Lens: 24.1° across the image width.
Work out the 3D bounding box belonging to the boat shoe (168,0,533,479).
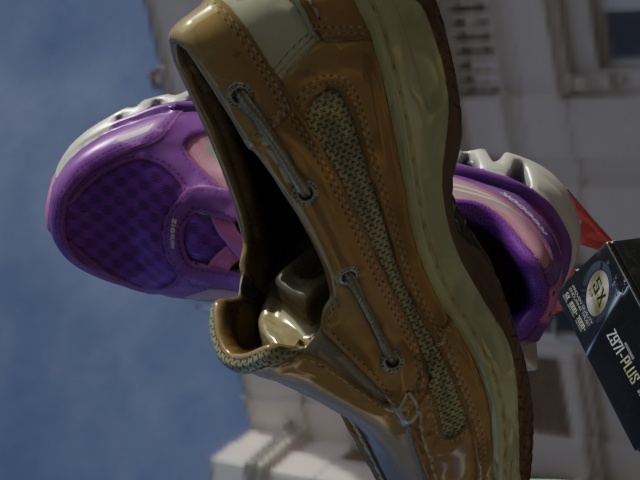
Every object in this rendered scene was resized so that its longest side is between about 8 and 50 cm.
[{"bbox_3d":[0.003,0.014,0.393,0.072,0.068,0.190,-33,-58,-24],"label":"boat shoe"}]

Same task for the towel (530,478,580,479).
[{"bbox_3d":[0.215,0.276,0.682,0.090,0.374,0.321,111,162,-61],"label":"towel"}]

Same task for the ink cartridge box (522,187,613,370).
[{"bbox_3d":[0.146,0.052,1.376,0.296,0.261,0.066,36,-131,-57],"label":"ink cartridge box"}]

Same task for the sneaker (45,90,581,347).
[{"bbox_3d":[0.000,0.000,0.633,0.104,0.236,0.095,-91,9,-68],"label":"sneaker"}]

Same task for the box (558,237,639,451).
[{"bbox_3d":[0.301,0.074,1.186,0.180,0.077,0.147,-4,-122,-34],"label":"box"}]
